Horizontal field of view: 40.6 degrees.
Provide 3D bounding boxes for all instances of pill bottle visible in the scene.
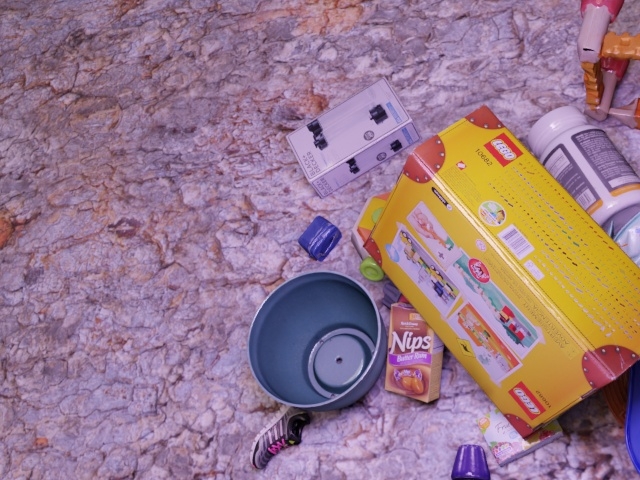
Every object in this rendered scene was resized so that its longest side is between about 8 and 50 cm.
[{"bbox_3d":[0.556,-0.139,1.808,0.162,0.162,0.278,-29,57,8],"label":"pill bottle"}]

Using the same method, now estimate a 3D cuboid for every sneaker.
[{"bbox_3d":[-0.083,0.425,1.865,0.074,0.063,0.170,28,74,38],"label":"sneaker"}]

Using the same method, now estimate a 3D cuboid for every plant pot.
[{"bbox_3d":[0.017,0.233,1.837,0.293,0.196,0.293,-10,62,19],"label":"plant pot"}]

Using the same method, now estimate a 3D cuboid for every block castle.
[{"bbox_3d":[0.762,-0.381,1.756,0.453,0.303,0.213,10,69,26],"label":"block castle"}]

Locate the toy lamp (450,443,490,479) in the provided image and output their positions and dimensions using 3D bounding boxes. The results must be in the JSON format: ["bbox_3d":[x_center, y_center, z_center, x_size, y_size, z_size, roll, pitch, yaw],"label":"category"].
[{"bbox_3d":[0.285,0.529,1.646,0.080,0.080,0.275,-6,65,21],"label":"toy lamp"}]

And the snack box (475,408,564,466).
[{"bbox_3d":[0.391,0.367,1.702,0.141,0.037,0.100,-30,56,7],"label":"snack box"}]

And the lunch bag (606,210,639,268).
[{"bbox_3d":[0.604,0.037,1.634,0.262,0.223,0.160,-35,70,-8],"label":"lunch bag"}]

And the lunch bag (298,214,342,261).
[{"bbox_3d":[0.000,0.000,2.038,0.065,0.067,0.098,33,83,33],"label":"lunch bag"}]

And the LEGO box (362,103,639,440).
[{"bbox_3d":[0.336,0.069,1.574,0.193,0.372,0.500,-32,74,-24],"label":"LEGO box"}]

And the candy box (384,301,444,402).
[{"bbox_3d":[0.195,0.228,1.788,0.109,0.053,0.187,10,100,38],"label":"candy box"}]

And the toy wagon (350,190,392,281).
[{"bbox_3d":[0.246,0.003,1.868,0.344,0.068,0.267,18,50,13],"label":"toy wagon"}]

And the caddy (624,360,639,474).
[{"bbox_3d":[0.667,0.289,1.506,0.241,0.179,0.341,13,69,3],"label":"caddy"}]

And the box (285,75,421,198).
[{"bbox_3d":[0.079,-0.251,2.117,0.290,0.087,0.169,-30,57,8],"label":"box"}]

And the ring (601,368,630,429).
[{"bbox_3d":[0.700,0.244,1.633,0.336,0.032,0.337,-10,61,18],"label":"ring"}]

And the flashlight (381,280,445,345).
[{"bbox_3d":[0.271,0.172,1.823,0.304,0.103,0.103,33,107,29],"label":"flashlight"}]
